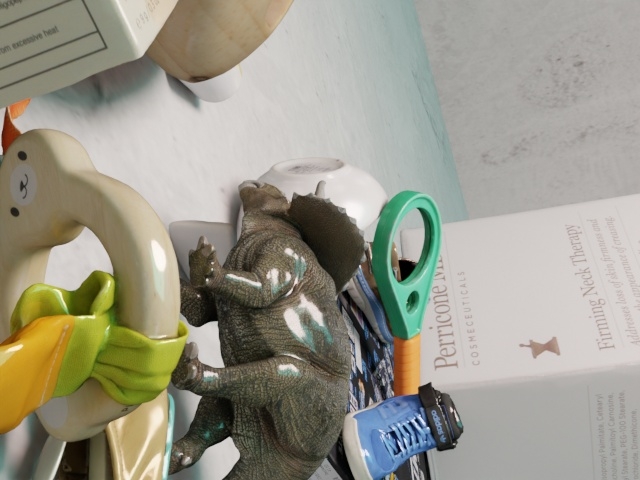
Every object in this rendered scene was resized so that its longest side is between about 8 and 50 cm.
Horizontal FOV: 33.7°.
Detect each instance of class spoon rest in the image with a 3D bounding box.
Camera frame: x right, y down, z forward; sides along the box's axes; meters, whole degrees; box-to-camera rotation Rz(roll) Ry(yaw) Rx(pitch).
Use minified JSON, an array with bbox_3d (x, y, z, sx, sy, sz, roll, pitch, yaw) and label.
[{"bbox_3d":[-0.035,-0.012,0.919,0.276,0.137,0.084,-32,123,-60],"label":"spoon rest"}]

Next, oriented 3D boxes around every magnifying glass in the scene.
[{"bbox_3d":[0.082,0.066,0.992,0.092,0.026,0.230,-24,121,-48],"label":"magnifying glass"}]

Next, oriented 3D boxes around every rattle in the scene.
[{"bbox_3d":[-0.162,0.000,0.500,0.143,0.130,0.199,-13,71,-39],"label":"rattle"}]

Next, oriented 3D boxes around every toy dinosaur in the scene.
[{"bbox_3d":[-0.032,0.080,0.696,0.160,0.121,0.313,10,66,-33],"label":"toy dinosaur"}]

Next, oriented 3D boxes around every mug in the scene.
[{"bbox_3d":[-0.092,-0.158,0.936,0.062,0.078,0.064,54,-3,24],"label":"mug"}]

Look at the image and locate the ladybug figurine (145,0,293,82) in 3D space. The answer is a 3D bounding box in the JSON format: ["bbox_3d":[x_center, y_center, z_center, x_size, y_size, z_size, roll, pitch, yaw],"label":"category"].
[{"bbox_3d":[-0.065,-0.266,0.720,0.162,0.305,0.449,27,3,-4],"label":"ladybug figurine"}]

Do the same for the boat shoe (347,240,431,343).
[{"bbox_3d":[0.075,0.054,1.057,0.183,0.066,0.066,48,27,-61],"label":"boat shoe"}]

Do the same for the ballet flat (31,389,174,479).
[{"bbox_3d":[-0.115,0.166,0.522,0.073,0.080,0.232,24,41,-34],"label":"ballet flat"}]

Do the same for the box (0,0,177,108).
[{"bbox_3d":[-0.195,-0.215,0.467,0.121,0.148,0.311,-82,153,-60],"label":"box"}]

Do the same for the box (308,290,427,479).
[{"bbox_3d":[0.029,0.167,1.018,0.295,0.073,0.293,-93,161,-45],"label":"box"}]

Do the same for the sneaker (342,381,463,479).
[{"bbox_3d":[0.073,0.158,0.884,0.152,0.085,0.058,-5,78,-74],"label":"sneaker"}]

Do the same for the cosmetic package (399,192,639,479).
[{"bbox_3d":[0.326,0.174,1.378,0.329,0.394,0.327,-90,169,-54],"label":"cosmetic package"}]
